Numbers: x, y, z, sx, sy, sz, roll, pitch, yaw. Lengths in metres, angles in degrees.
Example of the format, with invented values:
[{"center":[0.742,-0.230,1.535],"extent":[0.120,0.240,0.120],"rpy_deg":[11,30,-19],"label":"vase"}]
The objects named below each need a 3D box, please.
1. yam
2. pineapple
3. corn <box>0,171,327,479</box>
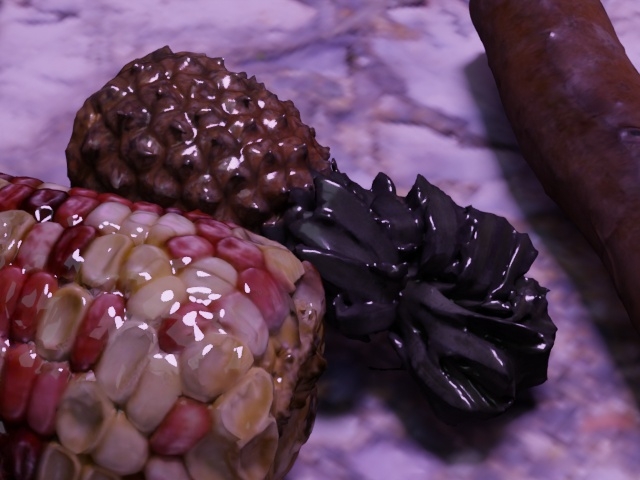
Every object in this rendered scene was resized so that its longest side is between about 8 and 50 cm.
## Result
[{"center":[0.107,-0.011,0.512],"extent":[0.057,0.056,0.241],"rpy_deg":[-12,47,-12],"label":"yam"},{"center":[0.000,0.000,0.494],"extent":[0.159,0.074,0.074],"rpy_deg":[29,52,17],"label":"pineapple"},{"center":[-0.140,0.018,0.452],"extent":[0.290,0.098,0.098],"rpy_deg":[12,48,11],"label":"corn"}]
